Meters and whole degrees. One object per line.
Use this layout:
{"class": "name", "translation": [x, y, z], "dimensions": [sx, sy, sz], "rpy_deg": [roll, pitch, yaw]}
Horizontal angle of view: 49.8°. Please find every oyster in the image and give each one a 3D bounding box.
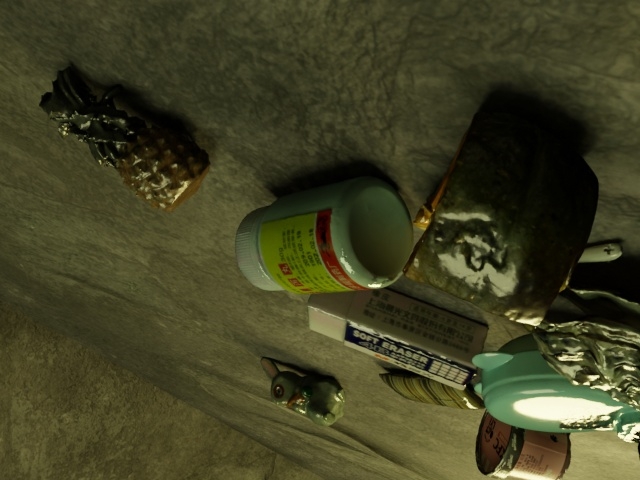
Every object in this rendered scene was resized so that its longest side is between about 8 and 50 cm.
{"class": "oyster", "translation": [0.397, 0.147, 0.815], "dimensions": [0.350, 0.162, 0.158], "rpy_deg": [35, 112, 11]}

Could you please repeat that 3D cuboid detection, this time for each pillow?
{"class": "pillow", "translation": [0.222, 0.303, 1.392], "dimensions": [0.203, 0.038, 0.113], "rpy_deg": [-7, 140, 48]}

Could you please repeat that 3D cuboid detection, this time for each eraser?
{"class": "eraser", "translation": [0.120, 0.148, 1.136], "dimensions": [0.287, 0.086, 0.130], "rpy_deg": [20, 154, 10]}

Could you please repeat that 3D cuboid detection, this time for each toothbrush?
{"class": "toothbrush", "translation": [0.264, 0.033, 0.875], "dimensions": [0.026, 0.022, 0.263], "rpy_deg": [25, 157, -30]}

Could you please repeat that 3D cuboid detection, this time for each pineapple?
{"class": "pineapple", "translation": [-0.268, -0.136, 0.928], "dimensions": [0.237, 0.111, 0.119], "rpy_deg": [36, 121, -4]}

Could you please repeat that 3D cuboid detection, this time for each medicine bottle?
{"class": "medicine bottle", "translation": [0.000, 0.000, 0.904], "dimensions": [0.225, 0.139, 0.139], "rpy_deg": [-8, 139, 48]}

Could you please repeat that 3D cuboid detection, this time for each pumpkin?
{"class": "pumpkin", "translation": [0.165, 0.003, 0.712], "dimensions": [0.139, 0.190, 0.281], "rpy_deg": [21, 154, 4]}

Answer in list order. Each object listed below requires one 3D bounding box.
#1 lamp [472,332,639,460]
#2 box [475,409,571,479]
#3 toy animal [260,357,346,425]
{"class": "lamp", "translation": [0.363, 0.214, 0.982], "dimensions": [0.283, 0.147, 0.209], "rpy_deg": [18, 158, 23]}
{"class": "box", "translation": [0.382, 0.379, 1.286], "dimensions": [0.135, 0.151, 0.151], "rpy_deg": [17, 154, -5]}
{"class": "toy animal", "translation": [-0.054, 0.373, 1.677], "dimensions": [0.236, 0.108, 0.138], "rpy_deg": [11, 151, 27]}
